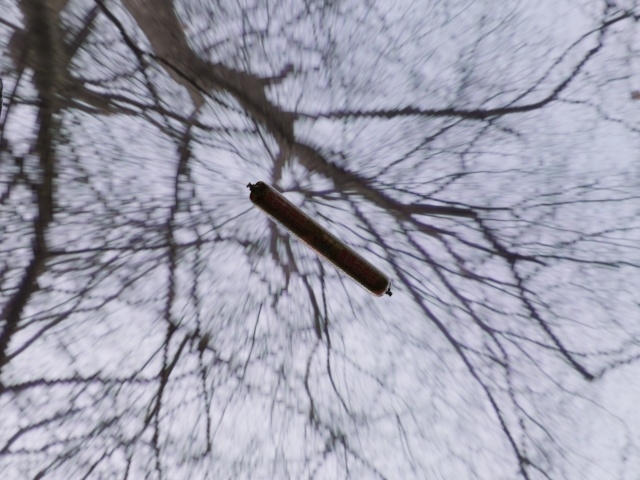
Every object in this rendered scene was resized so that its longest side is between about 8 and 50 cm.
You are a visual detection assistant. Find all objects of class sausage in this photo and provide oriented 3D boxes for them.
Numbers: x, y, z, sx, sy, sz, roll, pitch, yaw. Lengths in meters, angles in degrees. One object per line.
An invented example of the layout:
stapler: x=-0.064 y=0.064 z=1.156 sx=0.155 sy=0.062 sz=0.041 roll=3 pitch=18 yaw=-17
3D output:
sausage: x=0.000 y=0.000 z=1.022 sx=0.100 sy=0.015 sz=0.015 roll=38 pitch=-89 yaw=-14

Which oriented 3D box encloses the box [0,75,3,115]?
box: x=-0.267 y=-0.014 z=1.105 sx=0.135 sy=0.163 sz=0.243 roll=9 pitch=-94 yaw=-4
